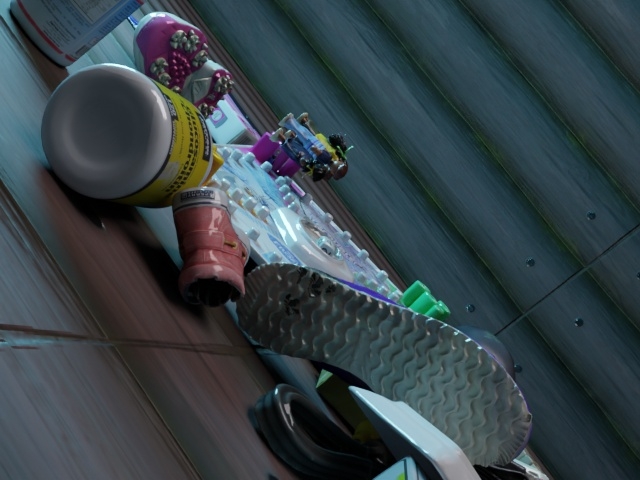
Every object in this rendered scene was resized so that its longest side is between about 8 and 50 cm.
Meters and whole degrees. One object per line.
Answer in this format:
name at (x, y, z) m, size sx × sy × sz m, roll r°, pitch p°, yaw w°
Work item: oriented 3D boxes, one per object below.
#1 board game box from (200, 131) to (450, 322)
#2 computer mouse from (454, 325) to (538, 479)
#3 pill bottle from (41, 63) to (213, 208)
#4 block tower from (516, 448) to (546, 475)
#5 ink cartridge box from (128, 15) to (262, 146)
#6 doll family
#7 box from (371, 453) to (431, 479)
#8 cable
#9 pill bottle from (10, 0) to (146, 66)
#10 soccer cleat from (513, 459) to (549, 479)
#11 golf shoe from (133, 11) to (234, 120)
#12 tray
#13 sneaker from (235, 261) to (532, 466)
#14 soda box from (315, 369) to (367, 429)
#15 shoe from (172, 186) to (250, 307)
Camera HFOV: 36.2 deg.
board game box at (0.000, 0.000, 1.273) m, size 0.390 × 0.050 × 0.390 m, roll 46°, pitch 14°, yaw 7°
computer mouse at (0.223, 0.211, 1.357) m, size 0.188 × 0.072 × 0.272 m, roll 28°, pitch 38°, yaw -12°
pill bottle at (-0.148, -0.080, 0.813) m, size 0.103 × 0.103 × 0.184 m, roll 52°, pitch 6°, yaw 6°
block tower at (0.288, 0.350, 1.644) m, size 0.335 × 0.097 × 0.091 m, roll 53°, pitch 6°, yaw 29°
ink cartridge box at (-0.215, -0.278, 1.754) m, size 0.371 × 0.069 × 0.176 m, roll 52°, pitch 5°, yaw 23°
doll family at (-0.006, -0.124, 1.375) m, size 0.111 × 0.076 × 0.193 m, roll 49°, pitch 19°, yaw 2°
box at (0.114, 0.295, 0.634) m, size 0.290 × 0.087 × 0.169 m, roll 52°, pitch 5°, yaw 1°
cable at (0.029, 0.204, 0.846) m, size 0.287 × 0.072 × 0.140 m, roll 22°, pitch 45°, yaw -54°
pill bottle at (-0.229, -0.259, 1.000) m, size 0.087 × 0.160 × 0.087 m, roll 51°, pitch 5°, yaw -7°
soccer cleat at (0.287, 0.362, 1.523) m, size 0.196 × 0.068 × 0.076 m, roll 32°, pitch 4°, yaw -12°
golf shoe at (-0.228, -0.268, 1.432) m, size 0.140 × 0.115 × 0.306 m, roll 42°, pitch -3°, yaw 12°
tray at (0.124, 0.229, 0.793) m, size 0.270 × 0.030 × 0.145 m, roll 57°, pitch -13°, yaw -25°
sneaker at (0.073, 0.105, 0.920) m, size 0.293 × 0.102 × 0.146 m, roll 29°, pitch 4°, yaw 22°
soda box at (0.078, 0.192, 1.040) m, size 0.181 × 0.058 × 0.061 m, roll 46°, pitch 15°, yaw -5°
shoe at (-0.095, 0.023, 0.853) m, size 0.178 × 0.063 × 0.081 m, roll 86°, pitch -1°, yaw -71°
